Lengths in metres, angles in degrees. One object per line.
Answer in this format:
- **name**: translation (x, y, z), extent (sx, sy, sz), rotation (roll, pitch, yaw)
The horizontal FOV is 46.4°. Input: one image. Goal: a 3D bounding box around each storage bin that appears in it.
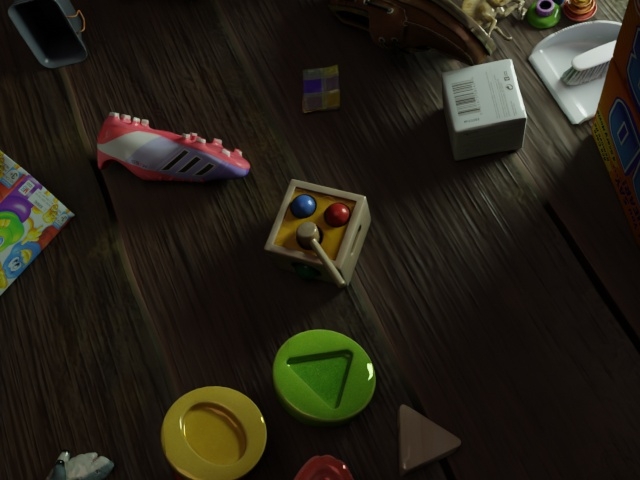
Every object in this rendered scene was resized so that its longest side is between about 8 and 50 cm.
- **storage bin**: translation (-0.441, -0.373, 1.239), extent (0.098, 0.135, 0.091), rotation (-12, 55, 5)

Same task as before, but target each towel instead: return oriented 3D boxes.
- **towel**: translation (0.001, -0.234, 1.157), extent (0.060, 0.009, 0.083), rotation (-4, 66, 10)

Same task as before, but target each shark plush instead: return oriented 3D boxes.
- **shark plush**: translation (-0.332, 0.341, 0.946), extent (0.067, 0.073, 0.161), rotation (31, 68, -10)

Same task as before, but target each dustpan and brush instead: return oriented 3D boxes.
- **dustpan and brush**: translation (0.426, -0.273, 1.065), extent (0.211, 0.060, 0.147), rotation (-24, 64, 0)

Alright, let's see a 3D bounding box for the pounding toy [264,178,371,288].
- **pounding toy**: translation (0.000, 0.000, 1.004), extent (0.130, 0.100, 0.141), rotation (14, 70, 17)

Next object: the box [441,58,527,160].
- **box**: translation (0.227, -0.181, 1.048), extent (0.102, 0.087, 0.101), rotation (-10, 66, 6)

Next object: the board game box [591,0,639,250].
- **board game box**: translation (0.551, -0.108, 0.806), extent (0.356, 0.356, 0.356), rotation (-14, 65, 4)

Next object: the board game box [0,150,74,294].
- **board game box**: translation (-0.524, 0.002, 1.079), extent (0.142, 0.144, 0.275), rotation (35, 78, 22)

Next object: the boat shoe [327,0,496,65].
- **boat shoe**: translation (0.128, -0.320, 1.115), extent (0.104, 0.111, 0.307), rotation (-49, 49, 5)

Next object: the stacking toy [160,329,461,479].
- **stacking toy**: translation (-0.011, 0.276, 0.912), extent (0.309, 0.130, 0.279), rotation (39, 52, 20)

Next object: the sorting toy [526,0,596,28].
- **sorting toy**: translation (0.363, -0.359, 1.125), extent (0.102, 0.042, 0.061), rotation (-5, 66, 9)

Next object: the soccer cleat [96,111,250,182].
- **soccer cleat**: translation (-0.223, -0.121, 1.123), extent (0.248, 0.083, 0.095), rotation (18, 101, 12)

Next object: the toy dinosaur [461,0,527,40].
- **toy dinosaur**: translation (0.265, -0.359, 1.138), extent (0.092, 0.053, 0.183), rotation (23, 73, 20)
